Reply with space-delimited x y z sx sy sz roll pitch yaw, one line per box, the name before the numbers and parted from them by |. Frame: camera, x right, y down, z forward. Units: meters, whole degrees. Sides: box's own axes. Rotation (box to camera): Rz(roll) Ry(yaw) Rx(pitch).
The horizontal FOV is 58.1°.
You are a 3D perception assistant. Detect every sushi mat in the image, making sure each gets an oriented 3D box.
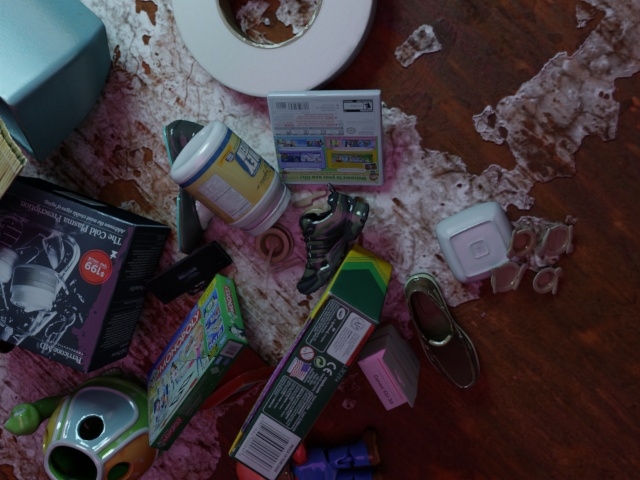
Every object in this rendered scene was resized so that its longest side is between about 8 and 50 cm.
sushi mat | -0.640 -0.110 1.061 0.316 0.019 0.151 -36 83 33

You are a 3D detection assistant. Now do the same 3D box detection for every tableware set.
tableware set | -0.052 -0.009 1.190 0.194 0.039 0.128 -22 98 16
tableware set | 0.399 0.037 1.079 0.169 0.020 0.141 -1 115 -17

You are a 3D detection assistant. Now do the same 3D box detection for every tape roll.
tape roll | -0.088 -0.460 1.073 0.392 0.072 0.392 3 103 12

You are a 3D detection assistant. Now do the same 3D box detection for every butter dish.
butter dish | -0.200 0.282 1.253 0.160 0.160 0.118 -38 70 18

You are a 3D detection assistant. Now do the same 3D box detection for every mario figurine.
mario figurine | -0.027 0.487 1.285 0.320 0.170 0.198 -6 66 3

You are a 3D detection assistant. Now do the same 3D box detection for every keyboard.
keyboard | -0.277 0.075 1.240 0.180 0.023 0.108 -31 132 3

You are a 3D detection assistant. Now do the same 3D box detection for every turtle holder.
turtle holder | -0.515 0.423 1.299 0.320 0.227 0.243 43 109 0

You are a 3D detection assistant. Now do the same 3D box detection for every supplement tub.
supplement tub | -0.169 -0.115 1.109 0.144 0.144 0.200 -40 118 18

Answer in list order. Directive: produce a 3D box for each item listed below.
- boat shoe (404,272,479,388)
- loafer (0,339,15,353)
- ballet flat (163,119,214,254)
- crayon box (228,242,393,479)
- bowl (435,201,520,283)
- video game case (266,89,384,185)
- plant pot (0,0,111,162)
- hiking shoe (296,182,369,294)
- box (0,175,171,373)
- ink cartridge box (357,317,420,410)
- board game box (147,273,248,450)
boat shoe | 0.235 0.193 1.145 0.095 0.095 0.257 -29 96 17
loafer | -0.715 0.185 1.363 0.078 0.080 0.220 29 108 5
ballet flat | -0.258 -0.108 1.188 0.096 0.095 0.280 -5 102 1
crayon box | -0.004 0.213 1.088 0.106 0.313 0.363 32 108 3
bowl | 0.304 0.010 1.109 0.142 0.053 0.142 -23 98 15
video game case | 0.013 -0.193 1.103 0.212 0.023 0.193 2 127 12
plant pot | -0.549 -0.353 1.100 0.247 0.248 0.252 42 68 0
hiking shoe | 0.000 0.000 1.137 0.114 0.086 0.227 33 106 0
box | -0.546 0.060 1.209 0.343 0.179 0.312 19 93 7
ink cartridge box | 0.135 0.245 1.126 0.067 0.198 0.115 -31 95 17
board game box | -0.270 0.253 1.218 0.046 0.213 0.317 26 111 -30
